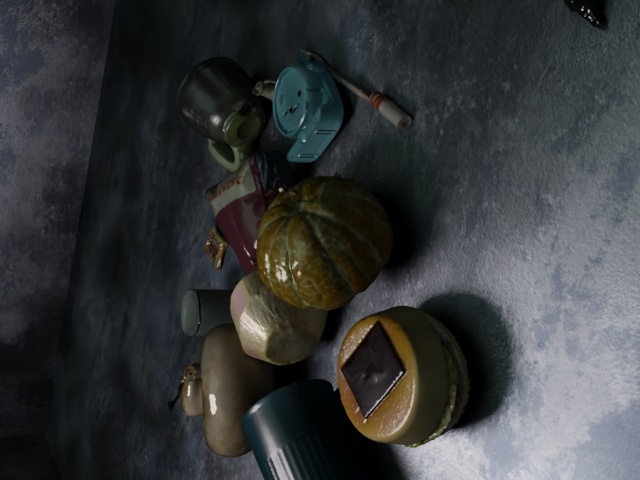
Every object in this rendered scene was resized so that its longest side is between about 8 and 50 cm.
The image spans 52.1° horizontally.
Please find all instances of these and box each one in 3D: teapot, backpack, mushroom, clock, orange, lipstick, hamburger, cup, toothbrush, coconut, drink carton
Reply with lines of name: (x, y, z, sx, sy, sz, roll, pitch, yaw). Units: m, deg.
teapot: (-0.153, -0.441, 1.919, 0.067, 0.083, 0.057, -58, 41, 36)
backpack: (-0.162, -0.059, 1.811, 0.283, 0.197, 0.317, -32, 73, 47)
mushroom: (-0.270, 0.407, 1.787, 0.362, 0.294, 0.362, 179, 90, -85)
clock: (-0.049, -0.362, 1.741, 0.223, 0.094, 0.274, -50, 53, 48)
orange: (0.000, 0.000, 1.492, 0.329, 0.249, 0.329, -21, 37, 17)
lipstick: (0.161, -0.303, 1.524, 0.131, 0.038, 0.038, 53, 127, 41)
hamburger: (0.170, 0.281, 1.348, 0.300, 0.176, 0.300, -5, 84, 54)
cup: (-0.042, 0.534, 1.553, 0.308, 0.242, 0.292, -48, 53, 26)
toothbrush: (0.037, -0.435, 1.710, 0.375, 0.028, 0.037, 46, 129, 45)
coconut: (-0.110, 0.178, 1.675, 0.259, 0.259, 0.259, -6, 82, 53)
drink carton: (-0.316, 0.217, 2.002, 0.185, 0.189, 0.191, -7, 81, 58)
teapot: (-0.301, -0.364, 1.994, 0.239, 0.239, 0.321, 48, 120, 28)

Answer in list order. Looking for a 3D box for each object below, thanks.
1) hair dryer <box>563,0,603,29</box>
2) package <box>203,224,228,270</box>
hair dryer: (0.393, -0.516, 1.141, 0.107, 0.189, 0.352, -39, 70, 46)
package: (-0.352, 0.025, 2.188, 0.121, 0.031, 0.108, 47, 123, 45)
